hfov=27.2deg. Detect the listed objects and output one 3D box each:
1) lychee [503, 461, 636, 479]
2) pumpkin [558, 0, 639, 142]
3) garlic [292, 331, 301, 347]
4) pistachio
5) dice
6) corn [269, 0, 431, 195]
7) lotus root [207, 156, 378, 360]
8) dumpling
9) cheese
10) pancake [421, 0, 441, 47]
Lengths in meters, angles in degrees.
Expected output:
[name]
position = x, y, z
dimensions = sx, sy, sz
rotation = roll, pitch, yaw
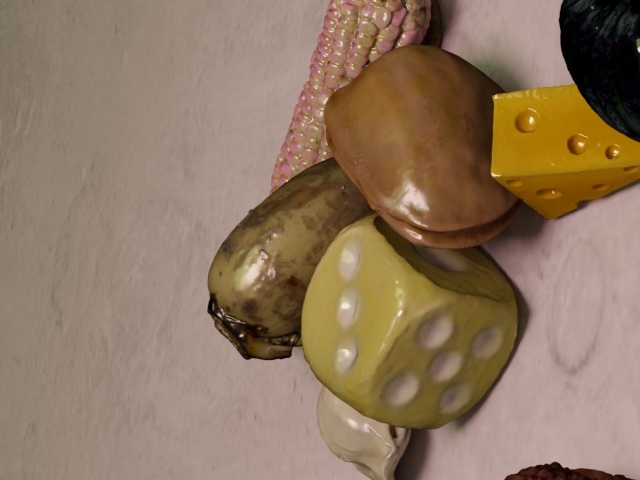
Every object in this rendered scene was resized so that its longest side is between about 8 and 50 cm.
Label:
[lychee]
position = 0.217, 0.284, 1.141
dimensions = 0.188, 0.188, 0.188
rotation = -23, 61, 50
[pumpkin]
position = 0.303, -0.211, 1.128
dimensions = 0.248, 0.248, 0.248
rotation = -23, 61, 50
[garlic]
position = -0.038, 0.059, 1.658
dimensions = 0.159, 0.102, 0.147
rotation = -97, 24, -45
[pistachio]
position = 0.128, -0.094, 1.389
dimensions = 0.163, 0.212, 0.261
rotation = 83, 166, -51
[dice]
position = 0.091, 0.084, 1.399
dimensions = 0.169, 0.169, 0.166
rotation = -63, 36, 20
[corn]
position = 0.033, -0.172, 1.592
dimensions = 0.127, 0.126, 0.335
rotation = 53, 130, 48
[lotus root]
position = 0.000, 0.000, 1.514
dimensions = 0.309, 0.173, 0.173
rotation = -39, 36, -8
[dumpling]
position = 0.050, 0.214, 1.501
dimensions = 0.169, 0.100, 0.134
rotation = 36, 147, 31
[cheese]
position = 0.268, -0.097, 1.285
dimensions = 0.171, 0.126, 0.093
rotation = -14, 62, 34
[pancake]
position = 0.083, -0.233, 1.649
dimensions = 0.199, 0.021, 0.199
rotation = -21, 64, 51
